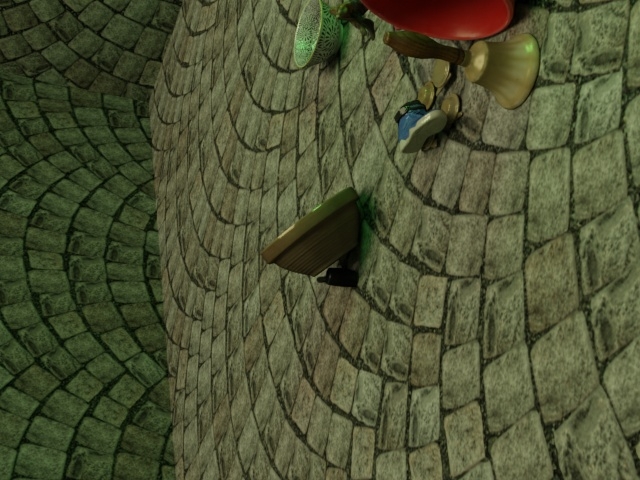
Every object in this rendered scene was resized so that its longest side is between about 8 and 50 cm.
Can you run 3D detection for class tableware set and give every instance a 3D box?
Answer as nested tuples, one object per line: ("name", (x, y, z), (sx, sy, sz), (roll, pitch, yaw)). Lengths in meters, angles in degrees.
("tableware set", (0.215, -0.255, 1.888), (0.141, 0.020, 0.168), (132, 140, -57))

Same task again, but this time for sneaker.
("sneaker", (0.178, -0.225, 1.859), (0.152, 0.058, 0.084), (129, 135, -65))

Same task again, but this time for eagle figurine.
("eagle figurine", (0.121, -0.561, 2.021), (0.226, 0.225, 0.298), (41, 104, 36))

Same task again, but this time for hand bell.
("hand bell", (0.209, -0.290, 1.613), (0.126, 0.242, 0.126), (-171, 90, -68))

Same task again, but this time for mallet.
("mallet", (0.033, 0.082, 2.192), (0.190, 0.062, 0.039), (150, 126, -81))

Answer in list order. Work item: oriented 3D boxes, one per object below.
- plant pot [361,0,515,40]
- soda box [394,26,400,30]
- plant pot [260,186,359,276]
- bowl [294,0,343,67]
("plant pot", (0.212, -0.502, 1.706), (0.275, 0.275, 0.243), (-16, 58, 66))
("soda box", (0.155, -0.525, 1.871), (0.083, 0.092, 0.263), (-43, -60, -66))
("plant pot", (0.000, 0.000, 2.127), (0.109, 0.237, 0.237), (54, 149, 2))
("bowl", (0.004, -0.486, 2.427), (0.170, 0.080, 0.170), (-170, 90, -69))
